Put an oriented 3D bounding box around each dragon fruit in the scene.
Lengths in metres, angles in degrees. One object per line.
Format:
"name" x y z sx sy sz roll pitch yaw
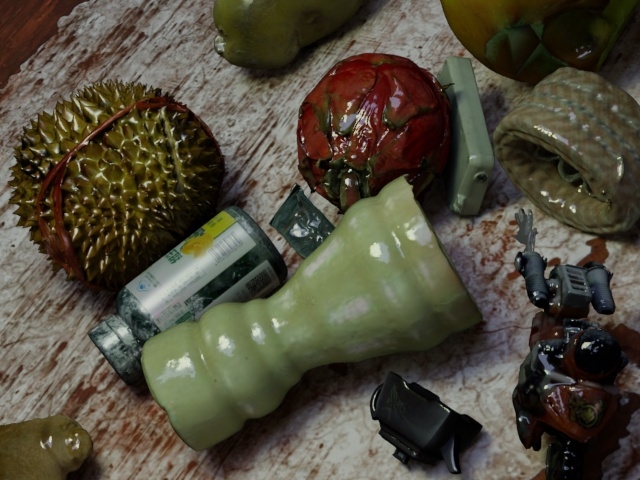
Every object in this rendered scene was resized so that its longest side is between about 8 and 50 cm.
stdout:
"dragon fruit" 0.081 -0.146 2.129 0.244 0.244 0.299 -8 39 20

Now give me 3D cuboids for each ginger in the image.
"ginger" -0.403 0.349 2.006 0.221 0.130 0.275 -33 49 -18

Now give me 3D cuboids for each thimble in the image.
"thimble" 0.365 -0.127 2.007 0.229 0.196 0.148 26 64 41

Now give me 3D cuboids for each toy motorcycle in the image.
"toy motorcycle" 0.307 0.117 1.816 0.134 0.207 0.401 8 45 -4

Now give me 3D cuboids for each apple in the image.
"apple" 0.359 -0.420 2.165 0.384 0.374 0.374 -15 45 30

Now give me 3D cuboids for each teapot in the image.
"teapot" 0.127 0.245 1.876 0.177 0.087 0.096 31 92 42

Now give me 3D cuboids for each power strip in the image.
"power strip" 0.212 -0.158 2.166 0.046 0.118 0.270 5 45 -12

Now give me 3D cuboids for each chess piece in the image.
"chess piece" -0.019 0.113 1.980 0.442 0.234 0.234 -29 44 6

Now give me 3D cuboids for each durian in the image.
"durian" -0.312 -0.094 2.242 0.347 0.347 0.384 -41 14 -12

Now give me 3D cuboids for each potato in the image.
"potato" -0.047 -0.436 2.478 0.351 0.218 0.202 -42 47 -10

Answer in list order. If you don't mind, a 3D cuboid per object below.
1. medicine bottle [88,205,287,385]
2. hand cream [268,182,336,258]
"medicine bottle" -0.199 0.087 2.130 0.293 0.141 0.141 -39 45 -10
"hand cream" 0.000 -0.001 2.175 0.075 0.052 0.248 -36 44 -9
